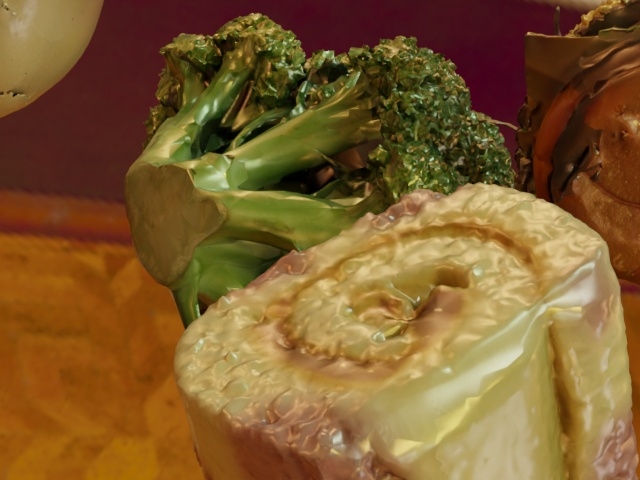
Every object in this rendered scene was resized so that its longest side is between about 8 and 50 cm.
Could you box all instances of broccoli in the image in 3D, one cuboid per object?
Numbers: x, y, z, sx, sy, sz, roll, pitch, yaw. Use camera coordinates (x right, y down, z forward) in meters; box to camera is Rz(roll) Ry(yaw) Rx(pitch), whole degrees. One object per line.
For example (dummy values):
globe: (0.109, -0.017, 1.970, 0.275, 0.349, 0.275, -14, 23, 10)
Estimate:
broccoli: (0.006, -0.003, 1.354, 0.310, 0.321, 0.414, 43, 33, -68)

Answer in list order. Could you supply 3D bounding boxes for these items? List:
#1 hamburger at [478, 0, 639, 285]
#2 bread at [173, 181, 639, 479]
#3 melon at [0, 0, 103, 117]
hamburger: (0.242, -0.077, 1.176, 0.261, 0.243, 0.139, -3, 34, 3)
bread: (0.051, 0.158, 0.787, 0.187, 0.338, 0.155, -31, 36, -28)
melon: (-0.241, -0.213, 0.977, 0.223, 0.223, 0.317, -22, 101, -46)
